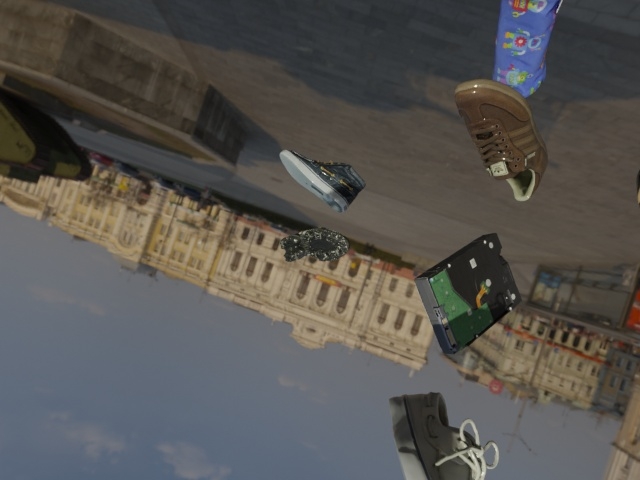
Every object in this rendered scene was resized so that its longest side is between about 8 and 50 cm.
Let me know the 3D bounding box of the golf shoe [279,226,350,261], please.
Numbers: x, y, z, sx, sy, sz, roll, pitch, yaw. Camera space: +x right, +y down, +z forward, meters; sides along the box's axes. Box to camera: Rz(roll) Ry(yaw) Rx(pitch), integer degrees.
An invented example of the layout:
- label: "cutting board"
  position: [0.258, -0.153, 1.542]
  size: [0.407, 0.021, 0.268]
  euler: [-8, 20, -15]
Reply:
- label: "golf shoe"
  position: [0.000, 0.000, 1.092]
  size: [0.198, 0.077, 0.093]
  euler: [-1, -163, 45]

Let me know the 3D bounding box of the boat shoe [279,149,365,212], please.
- label: "boat shoe"
  position: [0.005, -0.142, 1.032]
  size: [0.183, 0.083, 0.065]
  euler: [41, 162, 8]

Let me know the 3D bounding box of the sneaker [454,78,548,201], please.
- label: "sneaker"
  position: [0.215, -0.111, 0.574]
  size: [0.188, 0.071, 0.066]
  euler: [28, 159, -38]

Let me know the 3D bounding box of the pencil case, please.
- label: "pencil case"
  position: [0.477, -0.474, 1.148]
  size: [0.133, 0.119, 0.306]
  euler: [14, 151, 20]

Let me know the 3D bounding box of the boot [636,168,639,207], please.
- label: "boot"
  position: [0.304, -0.001, 0.284]
  size: [0.197, 0.137, 0.077]
  euler: [-10, 132, 36]

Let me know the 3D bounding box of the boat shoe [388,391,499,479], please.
- label: "boat shoe"
  position: [0.209, 0.348, 0.798]
  size: [0.156, 0.136, 0.367]
  euler: [-18, -176, 5]

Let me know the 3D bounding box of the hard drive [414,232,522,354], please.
- label: "hard drive"
  position: [0.437, 0.147, 1.440]
  size: [0.338, 0.237, 0.064]
  euler: [-27, -173, -34]
